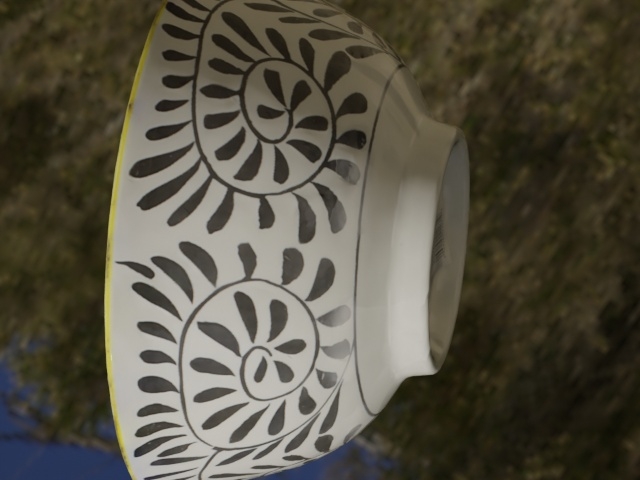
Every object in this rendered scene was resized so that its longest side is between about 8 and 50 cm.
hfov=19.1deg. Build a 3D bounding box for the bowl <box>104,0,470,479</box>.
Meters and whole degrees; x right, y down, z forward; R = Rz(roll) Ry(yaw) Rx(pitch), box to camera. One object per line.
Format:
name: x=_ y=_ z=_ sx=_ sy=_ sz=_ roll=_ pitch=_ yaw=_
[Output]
bowl: x=0.000 y=0.000 z=0.569 sx=0.080 sy=0.170 sz=0.170 roll=7 pitch=-158 yaw=12
